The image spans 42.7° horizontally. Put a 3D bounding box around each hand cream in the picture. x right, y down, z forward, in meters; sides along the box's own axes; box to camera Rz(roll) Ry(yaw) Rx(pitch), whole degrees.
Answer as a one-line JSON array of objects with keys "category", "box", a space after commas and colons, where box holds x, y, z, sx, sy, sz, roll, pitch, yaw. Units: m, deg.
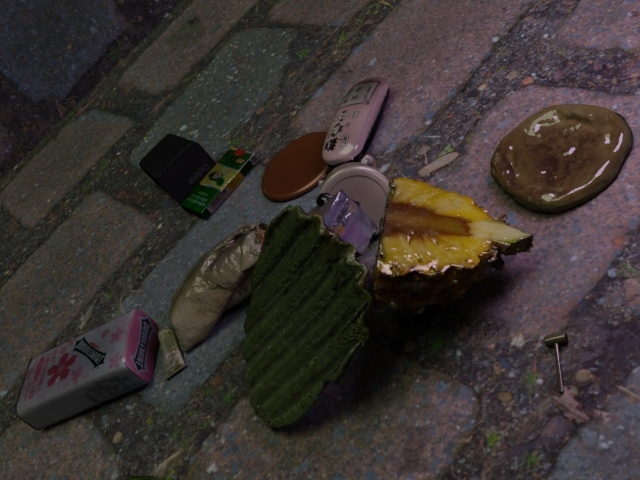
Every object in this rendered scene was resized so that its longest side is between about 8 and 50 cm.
[{"category": "hand cream", "box": [-0.352, 0.262, 1.940, 0.061, 0.039, 0.143, -34, 44, 9]}]

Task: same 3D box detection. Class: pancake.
[{"category": "pancake", "box": [0.478, -0.179, 1.653, 0.294, 0.049, 0.294, -23, 38, 20]}]

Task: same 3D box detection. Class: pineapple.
[{"category": "pineapple", "box": [0.241, 0.054, 1.546, 0.286, 0.209, 0.344, 9, 36, 4]}]

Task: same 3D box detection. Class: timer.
[{"category": "timer", "box": [0.072, -0.124, 1.902, 0.175, 0.175, 0.266, -33, 19, 9]}]

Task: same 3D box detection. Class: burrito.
[{"category": "burrito", "box": [-0.243, 0.098, 1.937, 0.332, 0.135, 0.190, -38, 42, 8]}]

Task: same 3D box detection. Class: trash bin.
[{"category": "trash bin", "box": [-0.441, -0.228, 2.490, 0.165, 0.115, 0.225, -47, 32, -9]}]

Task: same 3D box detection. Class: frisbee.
[{"category": "frisbee", "box": [-0.055, -0.201, 2.184, 0.250, 0.021, 0.251, -23, 40, 21]}]

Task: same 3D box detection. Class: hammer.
[{"category": "hammer", "box": [0.391, 0.201, 1.346, 0.035, 0.019, 0.110, -19, 43, 27]}]

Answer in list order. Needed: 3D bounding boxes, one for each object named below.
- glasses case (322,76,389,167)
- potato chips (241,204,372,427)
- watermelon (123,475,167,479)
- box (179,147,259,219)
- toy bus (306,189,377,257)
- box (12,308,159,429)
[{"category": "glasses case", "box": [0.093, -0.308, 2.117, 0.122, 0.075, 0.314, -3, 48, 34]}, {"category": "potato chips", "box": [-0.053, 0.150, 1.583, 0.429, 0.070, 0.358, -53, 47, 36]}, {"category": "watermelon", "box": [-0.316, 0.529, 1.497, 0.188, 0.214, 0.188, -168, 90, -70]}, {"category": "box", "box": [-0.289, -0.166, 2.342, 0.235, 0.034, 0.132, -50, 36, -15]}, {"category": "toy bus", "box": [0.000, 0.000, 1.723, 0.112, 0.138, 0.317, -59, 13, -22]}, {"category": "box", "box": [-0.576, 0.318, 2.012, 0.369, 0.112, 0.190, -25, 37, 19]}]
